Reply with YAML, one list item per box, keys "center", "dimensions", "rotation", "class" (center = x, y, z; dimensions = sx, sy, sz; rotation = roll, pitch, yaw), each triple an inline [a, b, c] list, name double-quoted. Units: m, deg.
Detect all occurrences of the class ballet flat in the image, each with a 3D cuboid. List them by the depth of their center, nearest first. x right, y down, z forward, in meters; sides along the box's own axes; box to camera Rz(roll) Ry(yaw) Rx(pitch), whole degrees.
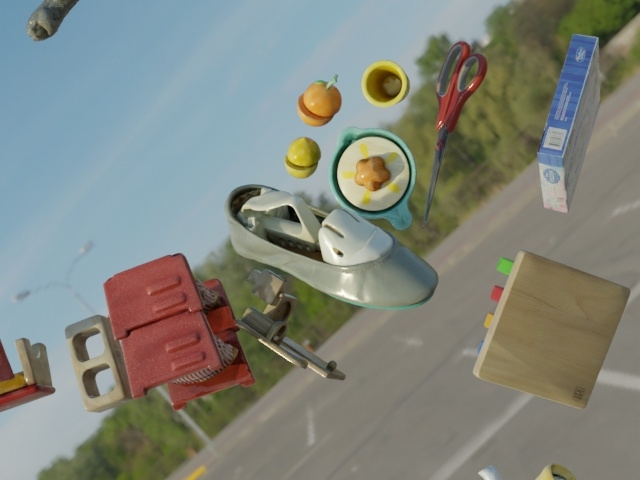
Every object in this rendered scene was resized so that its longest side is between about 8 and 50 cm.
- center: [0.000, 0.000, 0.988]
  dimensions: [0.072, 0.213, 0.068]
  rotation: [-41, -48, -32]
  class: "ballet flat"

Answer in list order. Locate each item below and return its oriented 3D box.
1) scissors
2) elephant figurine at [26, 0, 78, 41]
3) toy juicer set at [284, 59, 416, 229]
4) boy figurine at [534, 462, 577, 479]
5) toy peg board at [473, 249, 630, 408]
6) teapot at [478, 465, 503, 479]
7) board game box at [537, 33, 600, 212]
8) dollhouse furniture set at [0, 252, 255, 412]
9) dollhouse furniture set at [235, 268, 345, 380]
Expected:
- center: [0.193, -0.170, 1.918]
  dimensions: [0.109, 0.021, 0.297]
  rotation: [32, 106, 57]
  class: "scissors"
- center: [-0.306, -0.393, 1.583]
  dimensions: [0.239, 0.169, 0.186]
  rotation: [-54, -23, 21]
  class: "elephant figurine"
- center: [0.044, -0.095, 1.803]
  dimensions: [0.209, 0.329, 0.089]
  rotation: [-5, 2, 17]
  class: "toy juicer set"
- center: [0.397, 0.409, 1.721]
  dimensions: [0.092, 0.177, 0.285]
  rotation: [-64, 24, 3]
  class: "boy figurine"
- center: [0.270, 0.103, 1.483]
  dimensions: [0.160, 0.161, 0.079]
  rotation: [-70, 21, 4]
  class: "toy peg board"
- center: [0.418, 0.510, 2.138]
  dimensions: [0.256, 0.187, 0.252]
  rotation: [-3, 16, 4]
  class: "teapot"
- center: [0.169, -0.077, 0.816]
  dimensions: [0.090, 0.020, 0.090]
  rotation: [59, -132, -63]
  class: "board game box"
- center: [-0.291, 0.161, 1.527]
  dimensions: [0.374, 0.152, 0.201]
  rotation: [-20, -15, 6]
  class: "dollhouse furniture set"
- center: [-0.010, 0.076, 1.507]
  dimensions: [0.151, 0.123, 0.144]
  rotation: [-60, -26, 4]
  class: "dollhouse furniture set"
